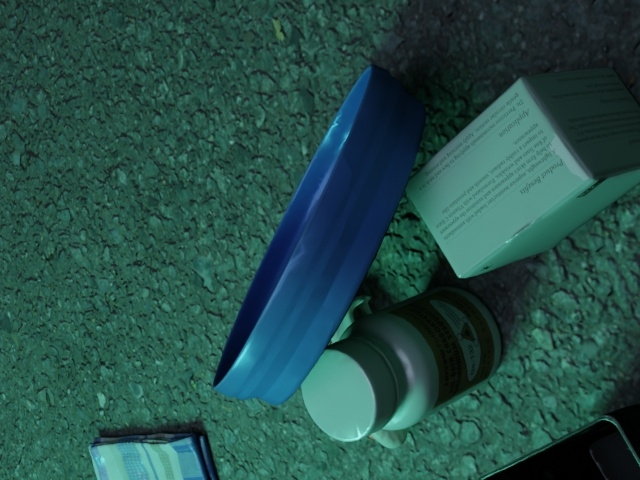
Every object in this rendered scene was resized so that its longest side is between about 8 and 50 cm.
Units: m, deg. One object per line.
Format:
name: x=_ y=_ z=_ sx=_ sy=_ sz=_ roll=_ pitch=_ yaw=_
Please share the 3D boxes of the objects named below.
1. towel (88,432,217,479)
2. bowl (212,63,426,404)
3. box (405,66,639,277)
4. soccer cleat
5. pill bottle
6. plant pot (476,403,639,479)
towel: x=-0.260 y=0.410 z=1.699 sx=0.285 sy=0.034 sz=0.209 roll=-13 pitch=93 yaw=42
bowl: x=0.000 y=0.000 z=1.156 sx=0.077 sy=0.391 sz=0.391 roll=26 pitch=124 yaw=-5
box: x=0.216 y=-0.069 z=1.054 sx=0.181 sy=0.182 sz=0.119 roll=-42 pitch=71 yaw=39
soccer cleat: x=0.065 y=0.163 z=1.327 sx=0.076 sy=0.068 sz=0.196 roll=-31 pitch=77 yaw=39
pill bottle: x=0.090 y=0.138 z=1.185 sx=0.131 sy=0.229 sz=0.131 roll=12 pitch=109 yaw=38
plant pot: x=0.307 y=0.267 z=1.070 sx=0.188 sy=0.167 sz=0.187 roll=-39 pitch=74 yaw=39
